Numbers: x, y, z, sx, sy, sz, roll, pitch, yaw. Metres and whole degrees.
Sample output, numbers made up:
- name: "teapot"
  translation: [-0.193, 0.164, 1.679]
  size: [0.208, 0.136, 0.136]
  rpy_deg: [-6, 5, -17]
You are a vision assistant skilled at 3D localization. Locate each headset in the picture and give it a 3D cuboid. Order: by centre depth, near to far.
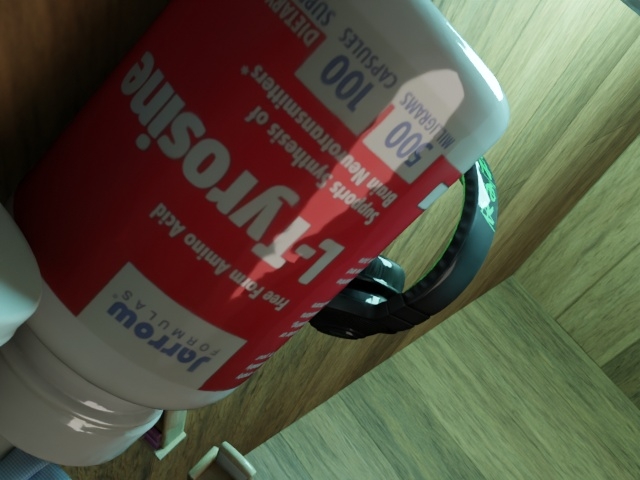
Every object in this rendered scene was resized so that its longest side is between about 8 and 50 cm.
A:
- name: "headset"
  translation: [0.000, 0.000, 0.754]
  size: [0.394, 0.244, 0.185]
  rpy_deg: [-31, 141, 30]

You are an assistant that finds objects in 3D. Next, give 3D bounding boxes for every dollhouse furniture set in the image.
- name: "dollhouse furniture set"
  translation: [-0.267, 0.277, 0.736]
  size: [0.303, 0.286, 0.198]
  rpy_deg: [-40, 164, -34]

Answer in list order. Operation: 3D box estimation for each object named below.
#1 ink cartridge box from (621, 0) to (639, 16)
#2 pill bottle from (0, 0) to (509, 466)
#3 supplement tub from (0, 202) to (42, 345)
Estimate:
- name: "ink cartridge box"
  translation: [0.139, -0.264, 0.317]
  size: [0.198, 0.273, 0.114]
  rpy_deg: [-51, 158, 27]
- name: "pill bottle"
  translation: [-0.082, -0.026, 0.499]
  size: [0.407, 0.229, 0.229]
  rpy_deg: [-45, 160, 13]
- name: "supplement tub"
  translation: [-0.309, 0.064, 0.344]
  size: [0.272, 0.191, 0.191]
  rpy_deg: [-40, 160, 2]
